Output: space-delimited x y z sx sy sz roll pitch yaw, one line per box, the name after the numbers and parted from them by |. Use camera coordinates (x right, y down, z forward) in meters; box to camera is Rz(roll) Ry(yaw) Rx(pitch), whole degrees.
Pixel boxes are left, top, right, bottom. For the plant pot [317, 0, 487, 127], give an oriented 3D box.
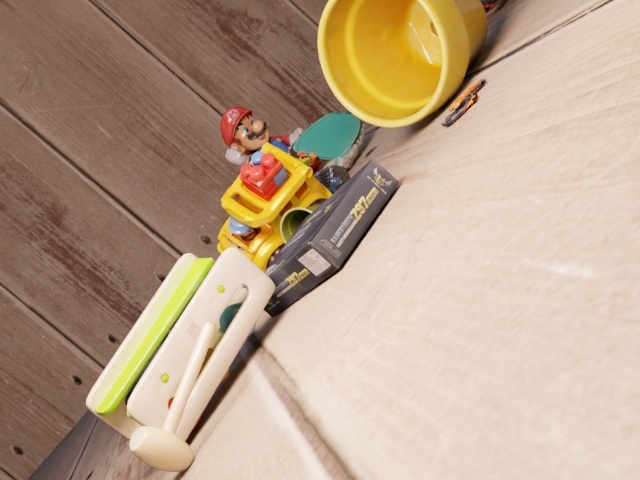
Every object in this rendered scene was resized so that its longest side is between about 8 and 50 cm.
0.162 -0.348 1.487 0.239 0.254 0.254 -34 -6 -47 | plant pot

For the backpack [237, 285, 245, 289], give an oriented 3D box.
-0.152 0.114 1.491 0.105 0.084 0.114 -36 11 51 | backpack

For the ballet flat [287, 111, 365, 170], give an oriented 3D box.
-0.026 -0.139 1.932 0.147 0.147 0.409 -41 10 47 | ballet flat

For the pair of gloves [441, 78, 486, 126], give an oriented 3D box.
0.211 -0.201 1.264 0.074 0.010 0.083 -40 14 43 | pair of gloves

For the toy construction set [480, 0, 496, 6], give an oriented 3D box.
0.382 -0.601 1.808 0.215 0.151 0.327 -30 20 -6 | toy construction set

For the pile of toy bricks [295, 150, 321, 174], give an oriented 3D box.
-0.047 -0.132 1.747 0.212 0.118 0.105 -27 -36 -30 | pile of toy bricks

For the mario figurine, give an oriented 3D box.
-0.137 -0.253 2.377 0.170 0.320 0.198 -47 8 23 | mario figurine

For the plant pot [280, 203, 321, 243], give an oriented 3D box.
-0.015 -0.027 1.479 0.083 0.083 0.079 -45 -4 31 | plant pot

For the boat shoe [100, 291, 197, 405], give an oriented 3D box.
-0.344 0.234 1.932 0.340 0.127 0.113 -43 35 -17 | boat shoe

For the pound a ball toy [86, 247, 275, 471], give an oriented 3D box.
-0.164 0.168 1.156 0.208 0.136 0.319 -8 45 48 | pound a ball toy

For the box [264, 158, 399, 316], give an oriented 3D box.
0.000 0.000 1.270 0.183 0.059 0.233 -53 8 -33 | box

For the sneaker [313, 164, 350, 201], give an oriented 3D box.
-0.025 -0.065 1.680 0.211 0.080 0.081 -48 9 4 | sneaker

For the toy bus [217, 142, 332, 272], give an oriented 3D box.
-0.102 -0.062 1.524 0.220 0.149 0.211 -51 -28 -10 | toy bus
